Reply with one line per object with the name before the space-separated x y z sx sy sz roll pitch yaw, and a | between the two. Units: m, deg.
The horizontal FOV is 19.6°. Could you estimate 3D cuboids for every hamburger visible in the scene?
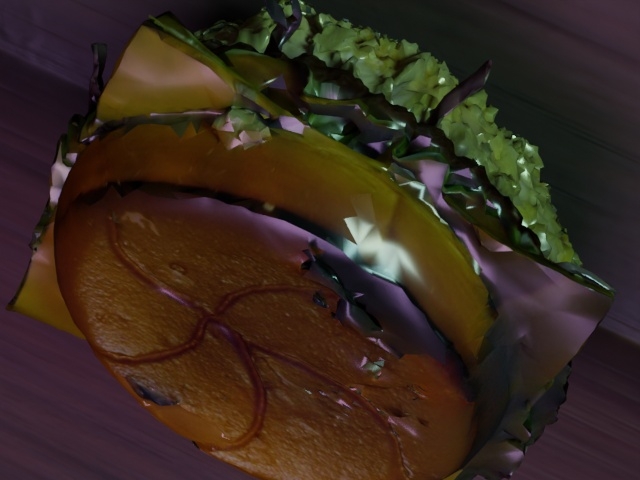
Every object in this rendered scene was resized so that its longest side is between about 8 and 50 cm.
hamburger | 0.000 0.000 0.756 0.243 0.139 0.262 33 144 -4
